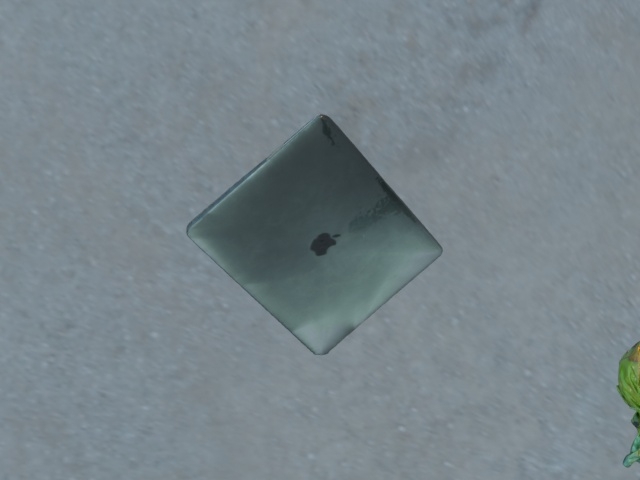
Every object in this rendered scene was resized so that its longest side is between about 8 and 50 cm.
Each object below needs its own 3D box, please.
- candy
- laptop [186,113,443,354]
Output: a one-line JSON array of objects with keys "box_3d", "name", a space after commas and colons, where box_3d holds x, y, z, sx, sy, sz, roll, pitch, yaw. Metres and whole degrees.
[{"box_3d": [0.338, 0.231, 1.653, 0.077, 0.073, 0.262, 9, 84, -20], "name": "candy"}, {"box_3d": [0.000, 0.000, 1.673, 0.188, 0.269, 0.015, -40, 42, 4], "name": "laptop"}]
